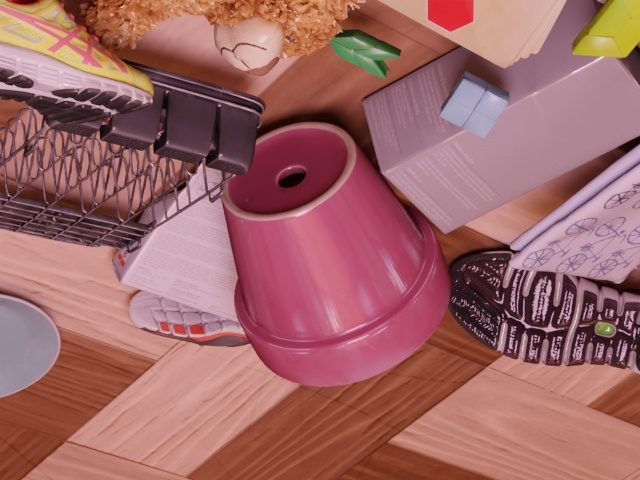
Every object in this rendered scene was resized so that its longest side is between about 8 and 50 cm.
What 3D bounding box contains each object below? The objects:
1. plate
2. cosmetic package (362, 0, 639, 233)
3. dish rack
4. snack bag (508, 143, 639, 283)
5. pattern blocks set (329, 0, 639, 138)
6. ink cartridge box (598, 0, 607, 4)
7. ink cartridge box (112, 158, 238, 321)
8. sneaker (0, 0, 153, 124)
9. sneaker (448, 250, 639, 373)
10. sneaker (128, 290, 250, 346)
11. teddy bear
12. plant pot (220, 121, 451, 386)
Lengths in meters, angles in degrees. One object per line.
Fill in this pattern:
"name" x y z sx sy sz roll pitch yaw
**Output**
"plate" -0.355 0.102 1.939 0.188 0.024 0.188 -7 141 -5
"cosmetic package" 0.173 -0.117 1.740 0.238 0.107 0.127 -28 139 16
"dish rack" -0.198 -0.067 1.710 0.208 0.074 0.271 15 153 -29
"snack bag" 0.388 -0.054 1.850 0.342 0.037 0.323 6 143 -48
"pattern blocks set" 0.142 -0.238 1.564 0.285 0.026 0.325 34 124 -15
"ink cartridge box" 0.253 -0.220 1.641 0.048 0.083 0.028 19 133 -33
"ink cartridge box" -0.096 -0.016 1.861 0.145 0.045 0.179 21 114 -34
"sneaker" -0.207 -0.151 1.501 0.081 0.094 0.208 -14 160 37
"sneaker" 0.267 0.080 2.018 0.281 0.106 0.162 17 -175 5
"sneaker" -0.122 0.088 1.955 0.158 0.061 0.065 7 145 -21
"teddy bear" -0.126 -0.224 1.489 0.245 0.113 0.338 -22 137 29
"plant pot" 0.000 0.000 1.753 0.201 0.201 0.180 -18 129 8
